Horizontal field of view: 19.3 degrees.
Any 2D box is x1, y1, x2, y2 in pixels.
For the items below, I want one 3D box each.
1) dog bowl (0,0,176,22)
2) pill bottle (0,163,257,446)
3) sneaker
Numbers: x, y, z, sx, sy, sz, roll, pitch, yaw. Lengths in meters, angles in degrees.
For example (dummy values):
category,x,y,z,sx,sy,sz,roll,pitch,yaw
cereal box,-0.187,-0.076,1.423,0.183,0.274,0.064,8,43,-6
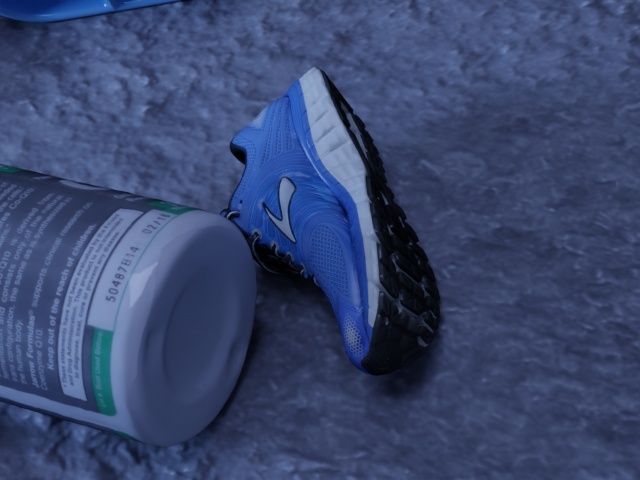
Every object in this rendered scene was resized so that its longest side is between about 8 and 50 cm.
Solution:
category,x,y,z,sx,sy,sz,roll,pitch,yaw
dog bowl,-0.233,-0.301,1.948,0.297,0.166,0.074,-7,63,12
pill bottle,-0.256,0.042,1.648,0.361,0.204,0.204,13,58,26
sneaker,0.000,0.000,1.671,0.147,0.130,0.330,-31,45,11
